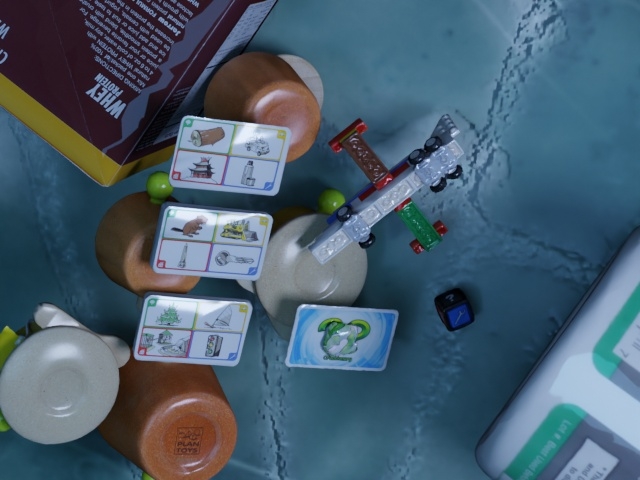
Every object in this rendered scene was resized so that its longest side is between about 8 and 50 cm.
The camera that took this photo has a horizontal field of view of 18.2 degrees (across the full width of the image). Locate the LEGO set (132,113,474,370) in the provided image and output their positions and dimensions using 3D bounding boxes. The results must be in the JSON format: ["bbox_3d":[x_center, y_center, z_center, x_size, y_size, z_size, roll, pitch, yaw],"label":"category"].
[{"bbox_3d":[0.000,0.000,1.375,0.244,0.060,0.182,4,114,-20],"label":"LEGO set"}]

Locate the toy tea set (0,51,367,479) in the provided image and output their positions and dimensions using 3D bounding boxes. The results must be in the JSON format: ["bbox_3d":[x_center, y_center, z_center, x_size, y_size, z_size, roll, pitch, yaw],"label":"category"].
[{"bbox_3d":[-0.092,0.021,1.428,0.200,0.124,0.336,38,90,-30],"label":"toy tea set"}]

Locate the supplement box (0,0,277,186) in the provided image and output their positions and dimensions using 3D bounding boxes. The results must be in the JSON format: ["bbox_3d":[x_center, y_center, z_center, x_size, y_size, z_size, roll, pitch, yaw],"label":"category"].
[{"bbox_3d":[-0.150,-0.176,1.392,0.191,0.129,0.194,38,107,5],"label":"supplement box"}]

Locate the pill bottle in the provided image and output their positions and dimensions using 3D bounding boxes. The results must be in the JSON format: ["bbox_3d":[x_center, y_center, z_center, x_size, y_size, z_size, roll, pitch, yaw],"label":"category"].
[{"bbox_3d":[0.299,0.169,1.297,0.361,0.204,0.204,37,108,6],"label":"pill bottle"}]
